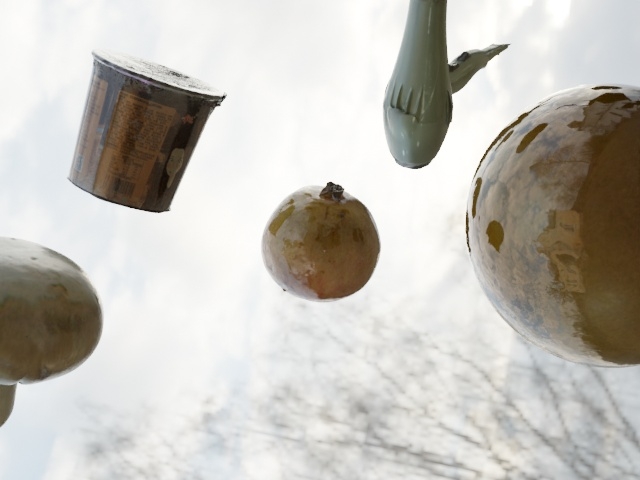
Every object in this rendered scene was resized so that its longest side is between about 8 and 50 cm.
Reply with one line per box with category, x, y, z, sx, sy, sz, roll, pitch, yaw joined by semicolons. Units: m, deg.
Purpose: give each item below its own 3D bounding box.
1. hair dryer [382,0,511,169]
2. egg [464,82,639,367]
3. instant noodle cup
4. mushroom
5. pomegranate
hair dryer;0.158;-0.244;1.617;0.267;0.092;0.229;-54;-28;-30
egg;0.292;-0.011;1.332;0.351;0.282;0.282;36;-115;-65
instant noodle cup;-0.280;-0.167;2.037;0.217;0.217;0.207;-3;-64;-64
mushroom;-0.372;0.113;1.493;0.243;0.243;0.243;-30;-56;-59
pomegranate;0.001;0.004;2.034;0.191;0.191;0.191;-30;-56;-59
